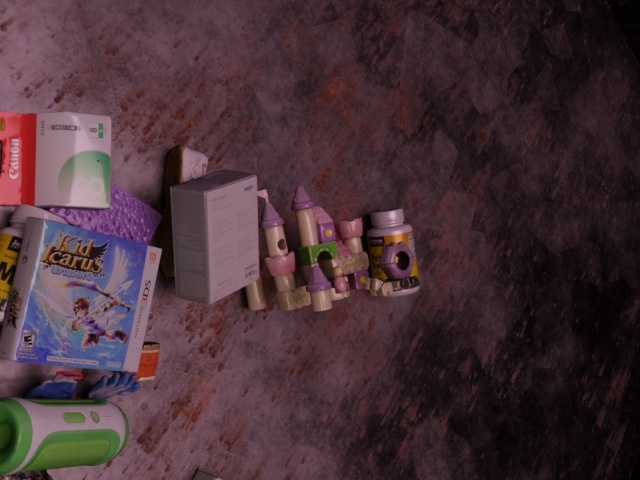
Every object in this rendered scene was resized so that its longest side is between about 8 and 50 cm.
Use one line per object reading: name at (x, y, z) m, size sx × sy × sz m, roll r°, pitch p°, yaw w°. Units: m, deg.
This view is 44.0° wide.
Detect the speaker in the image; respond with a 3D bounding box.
speaker at (-0.459, 0.332, 1.363) m, size 0.296 × 0.131 × 0.131 m, roll 29°, pitch 68°, yaw -66°

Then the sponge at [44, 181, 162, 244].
sponge at (-0.425, -0.054, 1.572) m, size 0.210 × 0.031 × 0.117 m, roll 36°, pitch 66°, yaw -33°

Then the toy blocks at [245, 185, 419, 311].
toy blocks at (0.000, 0.000, 1.739) m, size 0.288 × 0.309 × 0.260 m, roll -13°, pitch 95°, yaw -39°

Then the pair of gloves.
pair of gloves at (-0.441, 0.282, 1.478) m, size 0.198 × 0.159 × 0.023 m, roll 10°, pitch 54°, yaw -38°

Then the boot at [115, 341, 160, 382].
boot at (-0.392, 0.248, 1.574) m, size 0.158 × 0.059 × 0.085 m, roll 3°, pitch 91°, yaw -40°

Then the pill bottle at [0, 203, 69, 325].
pill bottle at (-0.538, 0.049, 1.421) m, size 0.119 × 0.119 × 0.208 m, roll 29°, pitch 71°, yaw -35°

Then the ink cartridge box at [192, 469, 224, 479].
ink cartridge box at (-0.207, 0.608, 1.691) m, size 0.208 × 0.087 × 0.153 m, roll 45°, pitch 63°, yaw -30°

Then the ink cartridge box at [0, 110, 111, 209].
ink cartridge box at (-0.505, -0.151, 1.470) m, size 0.224 × 0.056 × 0.181 m, roll 3°, pitch 83°, yaw -31°

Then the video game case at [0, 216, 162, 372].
video game case at (-0.425, 0.105, 1.428) m, size 0.269 × 0.061 × 0.244 m, roll 18°, pitch 79°, yaw -51°

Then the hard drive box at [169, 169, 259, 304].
hard drive box at (-0.209, -0.011, 1.607) m, size 0.181 × 0.089 × 0.232 m, roll -27°, pitch 122°, yaw -57°

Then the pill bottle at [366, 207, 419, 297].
pill bottle at (0.182, 0.030, 2.009) m, size 0.117 × 0.117 × 0.215 m, roll -12°, pitch 96°, yaw -39°

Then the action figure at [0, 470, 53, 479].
action figure at (-0.571, 0.407, 1.370) m, size 0.164 × 0.141 × 0.275 m, roll 62°, pitch 10°, yaw 12°

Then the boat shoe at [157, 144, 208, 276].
boat shoe at (-0.274, -0.058, 1.653) m, size 0.096 × 0.098 × 0.277 m, roll 11°, pitch 80°, yaw -38°
